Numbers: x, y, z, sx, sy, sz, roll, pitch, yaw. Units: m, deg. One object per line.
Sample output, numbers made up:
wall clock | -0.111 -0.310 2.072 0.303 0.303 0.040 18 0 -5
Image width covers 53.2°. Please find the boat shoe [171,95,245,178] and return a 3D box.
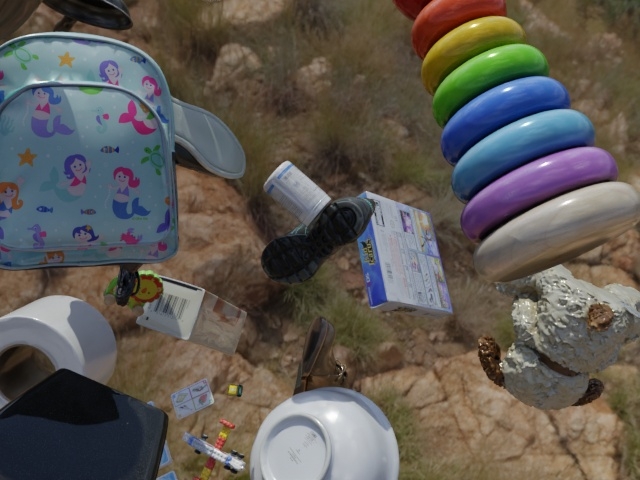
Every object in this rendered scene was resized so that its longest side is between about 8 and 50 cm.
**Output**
boat shoe | -0.258 -0.189 1.144 0.091 0.302 0.115 -15 58 32

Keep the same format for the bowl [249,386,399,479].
bowl | -0.018 0.397 1.158 0.297 0.134 0.298 -12 60 23

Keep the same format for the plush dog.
plush dog | 0.381 0.171 1.013 0.262 0.226 0.211 21 22 1

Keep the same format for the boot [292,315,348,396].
boot | 0.013 0.261 1.341 0.115 0.305 0.112 12 50 1

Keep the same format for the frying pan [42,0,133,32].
frying pan | -0.497 -0.487 1.378 0.197 0.326 0.053 13 87 -13

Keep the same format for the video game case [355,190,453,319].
video game case | 0.191 0.040 1.501 0.244 0.061 0.270 14 58 -42

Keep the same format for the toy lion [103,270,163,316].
toy lion | -0.368 0.098 1.274 0.100 0.096 0.034 27 16 -30

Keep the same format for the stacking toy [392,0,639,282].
stacking toy | 0.141 -0.136 0.564 0.141 0.141 0.331 -14 72 -24

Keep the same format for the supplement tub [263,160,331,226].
supplement tub | -0.042 -0.083 1.141 0.107 0.071 0.071 42 50 0

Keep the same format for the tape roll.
tape roll | -0.565 0.249 1.313 0.246 0.246 0.169 17 10 2

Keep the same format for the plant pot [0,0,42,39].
plant pot | -0.347 -0.254 0.511 0.237 0.238 0.110 7 39 -7

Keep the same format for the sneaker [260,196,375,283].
sneaker | 0.000 0.000 1.213 0.101 0.267 0.106 58 31 -3

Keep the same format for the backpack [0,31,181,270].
backpack | -0.267 -0.097 0.704 0.225 0.191 0.254 -1 90 -24

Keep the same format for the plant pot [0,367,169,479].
plant pot | -0.254 0.246 0.644 0.188 0.188 0.167 23 41 -1

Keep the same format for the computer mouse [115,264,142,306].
computer mouse | -0.292 -0.033 1.043 0.072 0.272 0.189 2 54 -22

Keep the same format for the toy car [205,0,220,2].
toy car | -0.214 -0.578 1.143 0.210 0.238 0.219 39 26 5

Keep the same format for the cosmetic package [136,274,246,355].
cosmetic package | -0.315 0.195 1.619 0.153 0.296 0.129 14 77 16

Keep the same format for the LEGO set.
LEGO set | -0.235 0.344 1.115 0.244 0.060 0.183 -26 67 5
